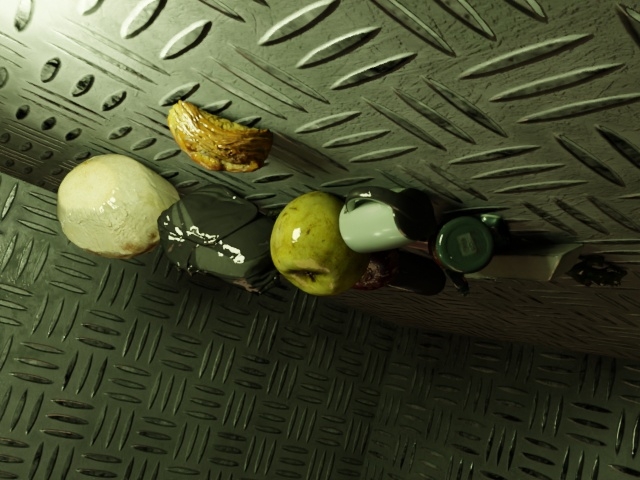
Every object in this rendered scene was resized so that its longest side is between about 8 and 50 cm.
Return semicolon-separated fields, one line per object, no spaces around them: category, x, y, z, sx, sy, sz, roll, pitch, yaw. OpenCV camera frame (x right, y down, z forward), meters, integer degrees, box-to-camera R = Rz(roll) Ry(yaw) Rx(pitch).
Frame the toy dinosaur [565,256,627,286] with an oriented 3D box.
toy dinosaur;0.753;0.102;1.659;0.187;0.087;0.179;20;166;-9

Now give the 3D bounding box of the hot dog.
hot dog;-0.249;-0.237;1.403;0.259;0.114;0.175;17;167;-4

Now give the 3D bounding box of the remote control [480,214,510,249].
remote control;0.471;-0.021;1.584;0.072;0.042;0.222;9;165;25

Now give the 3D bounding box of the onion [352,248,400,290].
onion;0.151;0.055;1.997;0.246;0.190;0.246;7;138;6

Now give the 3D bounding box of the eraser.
eraser;0.558;0.061;1.643;0.111;0.077;0.352;-17;-172;-32

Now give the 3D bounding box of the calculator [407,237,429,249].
calculator;0.318;0.005;1.945;0.165;0.024;0.103;12;167;26

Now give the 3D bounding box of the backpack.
backpack;-0.288;0.011;1.912;0.445;0.363;0.255;28;137;29

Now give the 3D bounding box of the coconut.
coconut;-0.684;-0.104;2.031;0.415;0.345;0.415;16;164;5

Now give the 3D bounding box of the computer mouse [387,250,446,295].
computer mouse;0.347;0.126;2.179;0.269;0.138;0.086;16;176;-4

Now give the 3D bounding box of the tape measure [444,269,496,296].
tape measure;0.548;0.117;2.125;0.179;0.104;0.107;-25;123;21

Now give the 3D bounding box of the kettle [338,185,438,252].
kettle;0.158;-0.067;1.529;0.221;0.161;0.236;34;159;-25

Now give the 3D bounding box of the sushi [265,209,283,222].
sushi;-0.061;0.014;2.144;0.350;0.171;0.211;19;166;-17

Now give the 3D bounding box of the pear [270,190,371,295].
pear;0.000;0.000;1.737;0.303;0.304;0.304;16;168;3

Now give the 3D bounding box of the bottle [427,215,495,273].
bottle;0.363;0.011;1.587;0.144;0.144;0.336;16;-179;2
